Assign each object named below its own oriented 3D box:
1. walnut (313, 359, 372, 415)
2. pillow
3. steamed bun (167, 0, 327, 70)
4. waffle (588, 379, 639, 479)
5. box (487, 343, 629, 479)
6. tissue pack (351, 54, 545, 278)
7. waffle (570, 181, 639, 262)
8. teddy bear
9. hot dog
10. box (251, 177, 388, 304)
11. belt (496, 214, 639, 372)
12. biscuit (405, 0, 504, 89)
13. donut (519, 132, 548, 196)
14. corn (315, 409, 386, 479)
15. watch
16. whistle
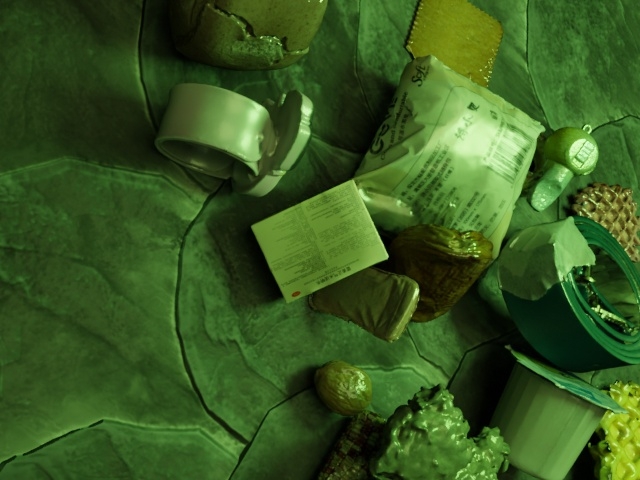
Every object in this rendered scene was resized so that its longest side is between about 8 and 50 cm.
[{"bbox_3d":[0.042,0.282,1.471,0.124,0.105,0.105,34,70,-19],"label":"walnut"},{"bbox_3d":[0.083,0.106,1.474,0.135,0.211,0.034,-61,153,-10],"label":"pillow"},{"bbox_3d":[-0.123,-0.406,1.349,0.251,0.301,0.199,-11,69,-35],"label":"steamed bun"},{"bbox_3d":[0.772,0.517,1.777,0.382,0.095,0.380,16,60,-25],"label":"waffle"},{"bbox_3d":[0.459,0.366,1.619,0.262,0.291,0.206,26,95,-9],"label":"box"},{"bbox_3d":[0.263,-0.148,1.577,0.390,0.195,0.376,28,84,-22],"label":"tissue pack"},{"bbox_3d":[0.698,-0.034,1.860,0.234,0.055,0.221,0,84,-26],"label":"waffle"},{"bbox_3d":[0.210,0.433,1.437,0.357,0.224,0.368,-22,106,-28],"label":"teddy bear"},{"bbox_3d":[0.226,0.052,1.500,0.196,0.272,0.122,10,52,-8],"label":"hot dog"},{"bbox_3d":[0.000,0.000,1.435,0.212,0.095,0.168,-24,93,3],"label":"box"},{"bbox_3d":[0.563,0.119,1.666,0.436,0.173,0.300,34,52,-37],"label":"belt"},{"bbox_3d":[0.307,-0.449,1.736,0.236,0.013,0.232,24,74,-22],"label":"biscuit"},{"bbox_3d":[0.477,-0.185,1.760,0.174,0.068,0.175,3,84,-27],"label":"donut"},{"bbox_3d":[0.041,0.458,1.452,0.098,0.098,0.290,41,68,-17],"label":"corn"},{"bbox_3d":[-0.156,-0.204,1.348,0.231,0.244,0.196,24,75,-30],"label":"watch"},{"bbox_3d":[0.533,-0.166,1.706,0.123,0.123,0.223,33,94,-20],"label":"whistle"}]
